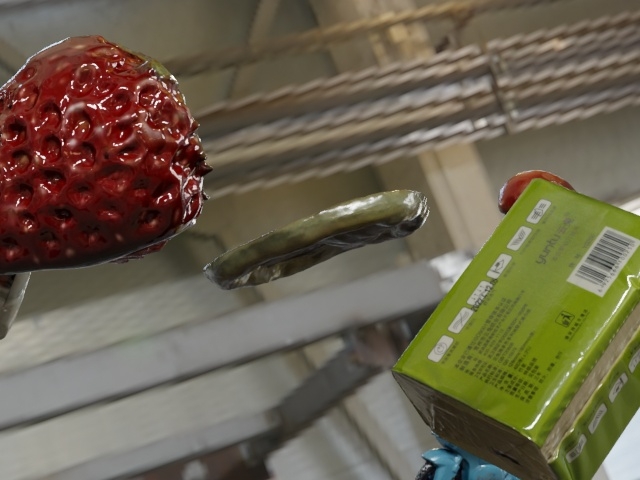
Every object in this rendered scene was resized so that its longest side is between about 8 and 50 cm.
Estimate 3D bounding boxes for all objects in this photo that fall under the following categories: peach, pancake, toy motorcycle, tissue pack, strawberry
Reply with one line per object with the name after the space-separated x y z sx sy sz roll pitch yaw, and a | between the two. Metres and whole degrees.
0.284 -0.046 2.006 0.100 0.101 0.101 -20 -14 -5 | peach
0.000 0.000 1.830 0.294 0.050 0.294 -18 -4 -1 | pancake
0.245 0.296 2.186 0.272 0.182 0.123 9 6 -37 | toy motorcycle
0.245 0.104 1.653 0.275 0.200 0.167 -53 -42 -16 | tissue pack
-0.318 -0.087 1.866 0.345 0.317 0.295 -22 -51 -7 | strawberry

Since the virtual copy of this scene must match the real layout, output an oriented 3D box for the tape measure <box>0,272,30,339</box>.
-0.422 -0.030 2.101 0.130 0.258 0.265 20 -50 -11 | tape measure
